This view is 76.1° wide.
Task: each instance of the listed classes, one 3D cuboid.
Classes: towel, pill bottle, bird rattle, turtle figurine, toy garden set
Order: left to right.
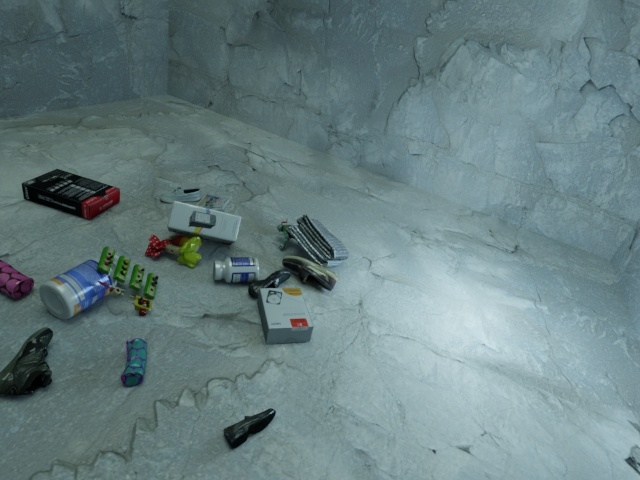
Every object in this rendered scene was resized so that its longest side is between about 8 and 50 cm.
[{"bbox_3d":[-0.863,0.158,1.517,0.152,0.152,0.272,23,32,15],"label":"pill bottle"},{"bbox_3d":[-0.718,0.153,1.541,0.244,0.049,0.204,43,25,-39],"label":"toy garden set"},{"bbox_3d":[-0.659,0.033,1.879,0.253,0.143,0.207,5,18,10],"label":"bird rattle"},{"bbox_3d":[-0.373,0.130,1.802,0.186,0.112,0.112,1,33,-22],"label":"pill bottle"},{"bbox_3d":[-0.155,-0.022,2.143,0.234,0.118,0.175,26,36,6],"label":"turtle figurine"},{"bbox_3d":[0.000,0.000,2.020,0.284,0.121,0.235,49,15,14],"label":"towel"}]

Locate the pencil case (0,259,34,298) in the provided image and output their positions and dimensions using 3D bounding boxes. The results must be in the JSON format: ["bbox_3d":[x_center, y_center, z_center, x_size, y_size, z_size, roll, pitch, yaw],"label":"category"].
[{"bbox_3d":[-1.152,0.134,1.502,0.209,0.095,0.098,26,12,15],"label":"pencil case"}]

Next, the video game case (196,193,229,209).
[{"bbox_3d":[-0.615,-0.211,2.344,0.143,0.019,0.157,14,32,0],"label":"video game case"}]

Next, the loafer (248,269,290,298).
[{"bbox_3d":[-0.214,0.196,1.804,0.223,0.076,0.078,-24,53,-40],"label":"loafer"}]

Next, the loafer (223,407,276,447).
[{"bbox_3d":[-0.212,0.552,1.239,0.170,0.062,0.061,-16,37,-42],"label":"loafer"}]

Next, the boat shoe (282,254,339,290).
[{"bbox_3d":[-0.058,0.153,1.911,0.285,0.103,0.092,20,64,11],"label":"boat shoe"}]

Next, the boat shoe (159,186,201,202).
[{"bbox_3d":[-0.784,-0.265,2.299,0.227,0.081,0.079,-7,37,-31],"label":"boat shoe"}]

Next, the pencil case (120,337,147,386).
[{"bbox_3d":[-0.604,0.393,1.328,0.070,0.065,0.152,18,26,-27],"label":"pencil case"}]

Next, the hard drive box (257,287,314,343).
[{"bbox_3d":[-0.146,0.298,1.647,0.181,0.089,0.232,1,34,-20],"label":"hard drive box"}]

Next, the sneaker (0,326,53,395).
[{"bbox_3d":[-0.856,0.370,1.244,0.130,0.087,0.228,13,34,-6],"label":"sneaker"}]

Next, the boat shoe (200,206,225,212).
[{"bbox_3d":[-0.637,-0.119,2.128,0.094,0.109,0.302,16,18,33],"label":"boat shoe"}]

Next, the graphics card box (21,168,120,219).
[{"bbox_3d":[-1.244,-0.237,2.055,0.370,0.094,0.233,18,32,4],"label":"graphics card box"}]

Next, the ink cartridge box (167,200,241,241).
[{"bbox_3d":[-0.544,-0.077,1.913,0.306,0.131,0.226,12,-8,-18],"label":"ink cartridge box"}]
